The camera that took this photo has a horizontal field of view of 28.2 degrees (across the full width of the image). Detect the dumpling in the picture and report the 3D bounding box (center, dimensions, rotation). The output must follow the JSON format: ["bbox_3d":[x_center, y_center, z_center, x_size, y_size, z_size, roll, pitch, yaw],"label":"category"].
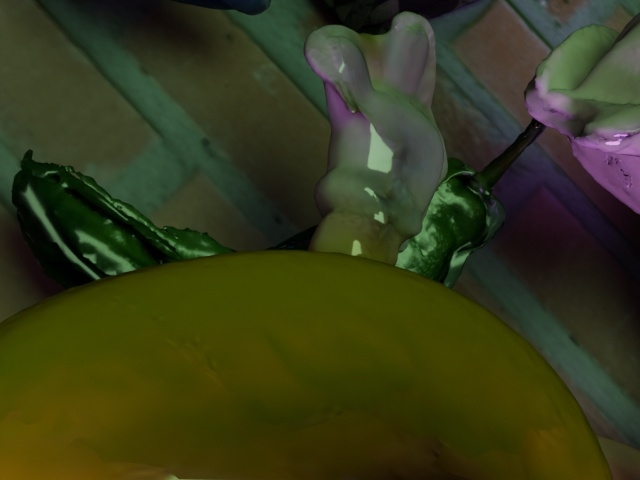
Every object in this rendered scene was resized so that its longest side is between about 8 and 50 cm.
[{"bbox_3d":[0.182,-0.070,0.599,0.199,0.118,0.136,-8,34,-31],"label":"dumpling"}]

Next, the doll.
[{"bbox_3d":[0.053,0.101,0.497,0.423,0.161,0.348,47,50,-15],"label":"doll"}]

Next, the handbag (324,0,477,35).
[{"bbox_3d":[0.016,-0.350,0.623,0.180,0.317,0.416,-29,83,-31],"label":"handbag"}]

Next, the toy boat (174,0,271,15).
[{"bbox_3d":[-0.118,-0.237,0.617,0.309,0.129,0.142,56,23,5],"label":"toy boat"}]

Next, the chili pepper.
[{"bbox_3d":[0.000,0.001,0.585,0.279,0.065,0.122,-13,104,-31],"label":"chili pepper"}]
